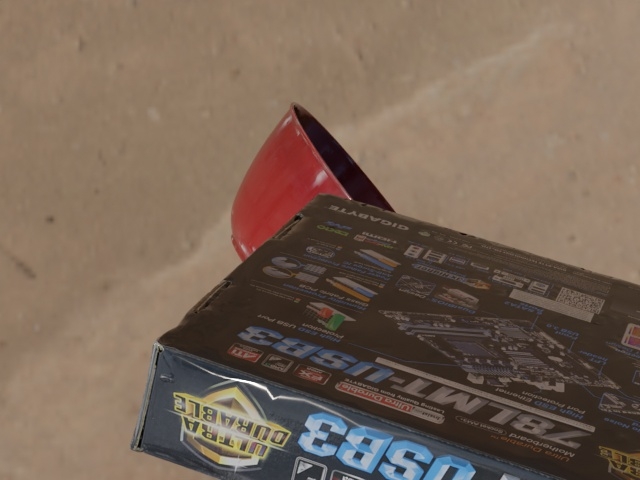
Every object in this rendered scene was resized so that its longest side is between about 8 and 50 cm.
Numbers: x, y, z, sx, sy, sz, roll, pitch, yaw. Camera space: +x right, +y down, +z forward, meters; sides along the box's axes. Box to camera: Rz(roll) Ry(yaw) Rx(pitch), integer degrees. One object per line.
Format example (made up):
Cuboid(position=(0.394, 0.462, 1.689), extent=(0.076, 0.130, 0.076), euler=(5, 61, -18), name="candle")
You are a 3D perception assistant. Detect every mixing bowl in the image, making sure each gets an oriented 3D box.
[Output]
Cuboid(position=(0.000, 0.000, 1.327), extent=(0.098, 0.181, 0.181), euler=(-39, 130, 8), name="mixing bowl")

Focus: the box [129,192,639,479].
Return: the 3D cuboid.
Cuboid(position=(0.087, 0.078, 0.998), extent=(0.295, 0.293, 0.073), euler=(17, 112, 11), name="box")
